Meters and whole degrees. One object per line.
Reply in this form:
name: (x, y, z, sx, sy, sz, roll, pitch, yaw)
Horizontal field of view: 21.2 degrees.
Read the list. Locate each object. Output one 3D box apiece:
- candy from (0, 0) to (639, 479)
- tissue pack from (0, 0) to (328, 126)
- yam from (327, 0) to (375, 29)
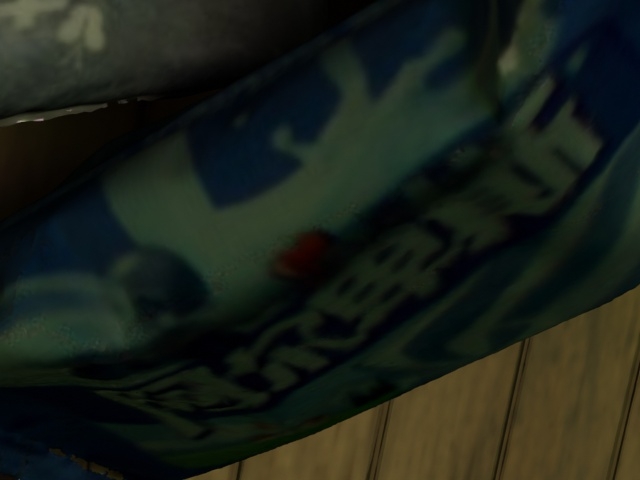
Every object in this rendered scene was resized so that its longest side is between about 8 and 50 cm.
candy: (0.000, 0.000, 0.503, 0.331, 0.077, 0.187, -27, 147, 22)
tissue pack: (-0.129, -0.202, 0.441, 0.259, 0.122, 0.361, -12, 113, -24)
yam: (0.045, -0.086, 0.570, 0.084, 0.127, 0.084, -10, 108, -32)
